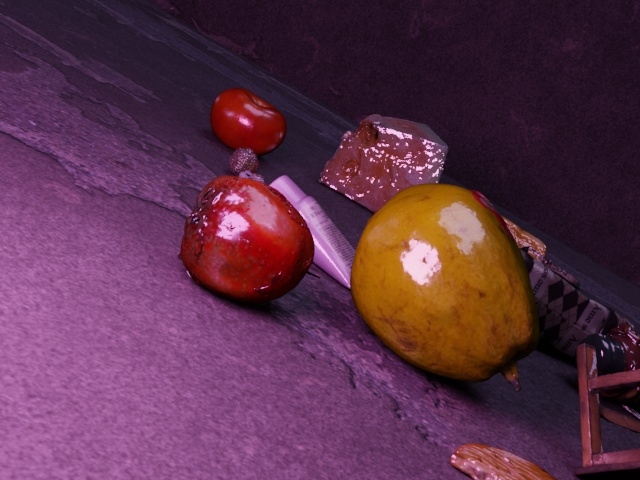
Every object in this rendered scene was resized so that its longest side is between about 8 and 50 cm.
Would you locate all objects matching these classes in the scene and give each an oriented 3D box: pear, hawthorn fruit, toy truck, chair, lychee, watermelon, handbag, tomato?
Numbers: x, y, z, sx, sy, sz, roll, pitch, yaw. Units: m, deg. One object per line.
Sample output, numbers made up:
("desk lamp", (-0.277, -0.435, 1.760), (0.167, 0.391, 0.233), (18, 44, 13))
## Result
("pear", (0.204, 0.081, 1.327), (0.287, 0.287, 0.375), (7, 43, -54))
("hawthorn fruit", (-0.085, 0.006, 1.206), (0.235, 0.181, 0.181), (22, 16, -29))
("toy truck", (-0.131, -0.094, 1.677), (0.062, 0.052, 0.123), (10, 24, -35))
("chair", (0.514, 0.349, 1.203), (0.203, 0.416, 0.240), (23, -28, -24))
("lychee", (-0.166, -0.169, 1.827), (0.067, 0.068, 0.083), (34, 40, 3))
("watermelon", (0.182, -0.202, 2.213), (0.301, 0.264, 0.151), (28, 14, 8))
("handbag", (0.462, 0.107, 1.894), (0.416, 0.180, 0.317), (31, 10, -18))
("tomato", (-0.181, -0.286, 2.054), (0.195, 0.136, 0.195), (29, 16, -9))

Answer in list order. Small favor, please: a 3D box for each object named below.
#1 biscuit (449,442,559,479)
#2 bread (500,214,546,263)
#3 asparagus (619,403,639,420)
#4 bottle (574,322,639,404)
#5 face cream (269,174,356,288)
("biscuit", (0.273, 0.328, 1.070), (0.228, 0.031, 0.176), (26, 14, -14))
("bread", (0.434, 0.008, 2.158), (0.294, 0.132, 0.167), (31, 39, 4))
("asparagus", (0.672, 0.378, 1.671), (0.166, 0.013, 0.016), (37, 28, 29))
("bottle", (0.633, 0.256, 1.718), (0.271, 0.156, 0.143), (22, -22, -36))
("face cream", (0.000, 0.000, 1.570), (0.274, 0.096, 0.154), (44, 14, 7))
